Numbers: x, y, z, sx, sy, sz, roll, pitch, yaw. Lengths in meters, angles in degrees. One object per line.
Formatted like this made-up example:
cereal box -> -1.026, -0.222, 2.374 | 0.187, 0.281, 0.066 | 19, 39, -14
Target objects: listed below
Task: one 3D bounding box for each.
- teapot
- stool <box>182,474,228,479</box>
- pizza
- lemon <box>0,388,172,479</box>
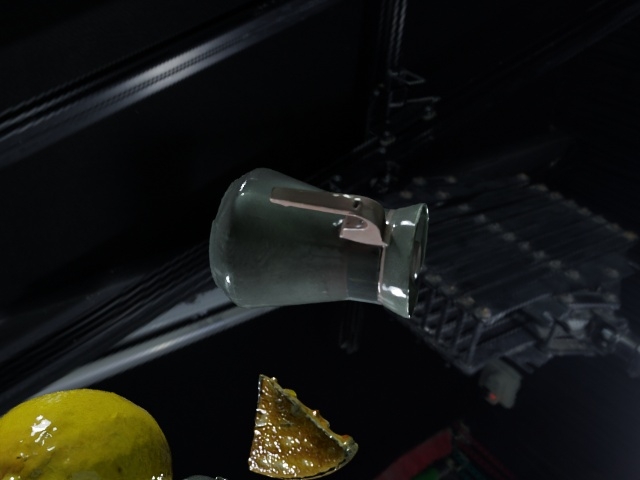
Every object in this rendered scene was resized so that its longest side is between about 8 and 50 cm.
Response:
teapot -> 0.000, 0.000, 1.107 | 0.300, 0.343, 0.253 | 67, -147, -62
stool -> -0.127, 0.419, 0.838 | 0.139, 0.228, 0.153 | -16, -67, -45
pizza -> -0.055, 0.275, 0.945 | 0.184, 0.176, 0.036 | -31, 2, 28
lemon -> -0.301, 0.296, 0.784 | 0.236, 0.236, 0.263 | -48, -42, -4
